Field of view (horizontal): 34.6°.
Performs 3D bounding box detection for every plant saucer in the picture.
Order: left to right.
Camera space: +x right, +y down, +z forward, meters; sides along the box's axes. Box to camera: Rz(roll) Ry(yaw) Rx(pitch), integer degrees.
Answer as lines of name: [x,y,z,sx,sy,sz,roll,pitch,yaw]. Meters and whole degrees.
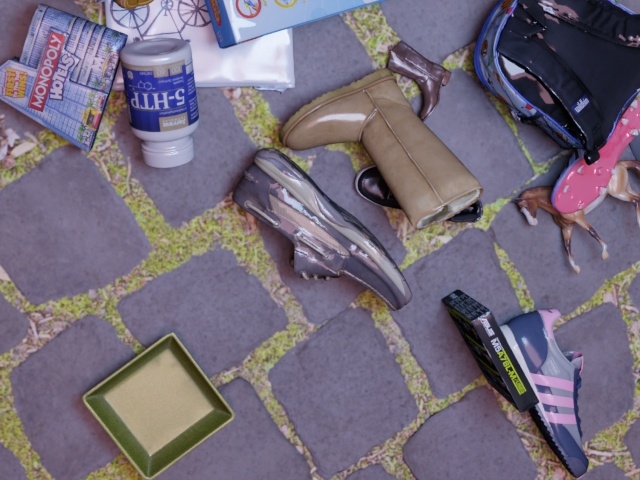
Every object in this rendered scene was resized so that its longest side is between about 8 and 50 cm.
plant saucer: [-0.272,0.276,1.733,0.188,0.045,0.188,-36,101,-4]

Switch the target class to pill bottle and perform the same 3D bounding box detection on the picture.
pill bottle: [-0.251,-0.217,1.627,0.112,0.112,0.187,-9,118,-9]

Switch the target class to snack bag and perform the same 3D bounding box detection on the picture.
snack bag: [-0.202,-0.409,1.665,0.323,0.037,0.343,-2,98,-11]

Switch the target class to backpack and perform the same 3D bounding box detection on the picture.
backpack: [0.394,-0.307,1.701,0.263,0.213,0.276,35,83,-19]

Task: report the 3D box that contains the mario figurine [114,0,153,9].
mario figurine: [-0.350,-0.484,1.504,0.320,0.170,0.198,38,114,18]

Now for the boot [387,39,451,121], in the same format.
boot: [0.154,-0.272,1.746,0.114,0.037,0.106,28,78,-16]

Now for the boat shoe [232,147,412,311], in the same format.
boat shoe: [0.000,0.000,1.720,0.355,0.132,0.130,43,98,-4]

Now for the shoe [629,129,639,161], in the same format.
shoe: [0.620,-0.147,1.838,0.081,0.063,0.178,-33,107,-6]

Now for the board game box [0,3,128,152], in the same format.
board game box: [-0.426,-0.263,1.618,0.194,0.060,0.194,18,103,-10]

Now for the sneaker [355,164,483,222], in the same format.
sneaker: [0.173,-0.082,1.731,0.217,0.121,0.079,12,94,-12]

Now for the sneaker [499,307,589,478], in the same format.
sneaker: [0.429,0.270,1.827,0.131,0.112,0.319,-28,102,-3]

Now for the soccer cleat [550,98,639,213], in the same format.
soccer cleat: [0.469,-0.149,1.776,0.083,0.095,0.248,40,81,-26]

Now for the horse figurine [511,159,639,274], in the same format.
horse figurine: [0.493,-0.065,1.812,0.263,0.066,0.174,-32,84,3]

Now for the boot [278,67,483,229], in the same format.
boot: [0.094,-0.130,1.664,0.236,0.089,0.269,-30,70,-6]

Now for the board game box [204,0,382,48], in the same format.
board game box: [-0.056,-0.492,1.617,0.302,0.086,0.308,-21,102,-21]

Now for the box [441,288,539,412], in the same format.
box: [0.287,0.184,1.751,0.045,0.190,0.184,-28,100,-3]
